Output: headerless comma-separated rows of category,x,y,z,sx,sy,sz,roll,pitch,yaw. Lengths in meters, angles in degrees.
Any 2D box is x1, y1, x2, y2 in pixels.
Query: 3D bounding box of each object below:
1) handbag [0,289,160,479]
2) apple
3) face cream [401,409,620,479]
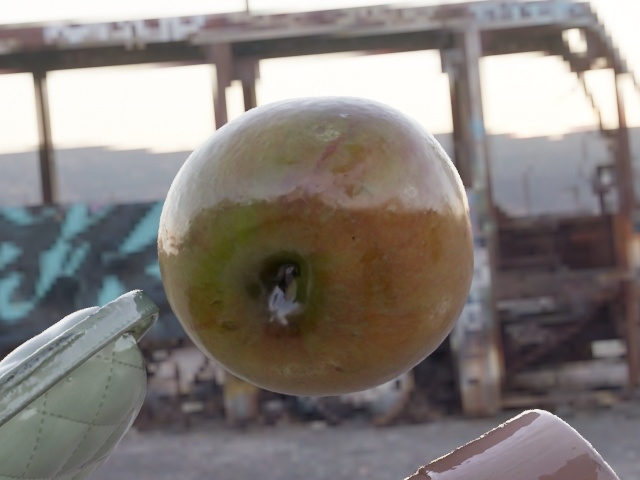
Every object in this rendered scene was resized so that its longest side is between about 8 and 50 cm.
handbag,-0.180,0.117,0.949,0.256,0.079,0.219,-38,-4,-34
apple,0.000,0.000,1.102,0.182,0.182,0.155,-6,17,25
face cream,0.085,0.161,0.858,0.104,0.149,0.149,-28,4,-13
